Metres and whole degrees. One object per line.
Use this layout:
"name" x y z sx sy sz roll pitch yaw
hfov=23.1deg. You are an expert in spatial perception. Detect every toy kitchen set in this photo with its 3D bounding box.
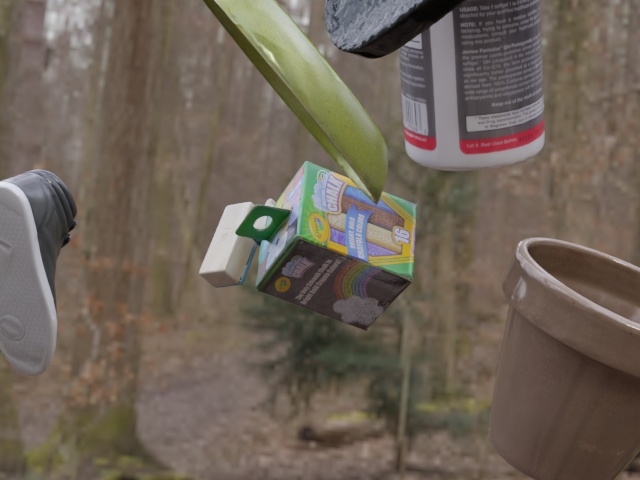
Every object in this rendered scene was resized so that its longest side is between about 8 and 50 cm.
"toy kitchen set" -0.031 0.033 2.212 0.207 0.122 0.166 -8 -40 41

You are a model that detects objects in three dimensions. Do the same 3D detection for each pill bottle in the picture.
"pill bottle" 0.181 -0.258 1.907 0.176 0.318 0.176 -4 20 2

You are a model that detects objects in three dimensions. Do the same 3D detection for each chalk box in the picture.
"chalk box" 0.000 0.000 2.005 0.213 0.132 0.132 22 -42 -17

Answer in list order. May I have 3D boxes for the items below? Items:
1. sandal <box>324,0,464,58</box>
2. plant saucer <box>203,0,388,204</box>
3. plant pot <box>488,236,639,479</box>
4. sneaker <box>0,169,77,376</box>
"sandal" 0.137 -0.326 1.496 0.107 0.167 0.446 15 -40 -37
"plant saucer" -0.021 -0.130 1.184 0.037 0.241 0.241 -39 -16 1
"plant pot" 0.301 0.154 1.760 0.263 0.229 0.263 19 16 -6
"sneaker" -0.389 0.036 2.175 0.104 0.296 0.147 6 24 19
